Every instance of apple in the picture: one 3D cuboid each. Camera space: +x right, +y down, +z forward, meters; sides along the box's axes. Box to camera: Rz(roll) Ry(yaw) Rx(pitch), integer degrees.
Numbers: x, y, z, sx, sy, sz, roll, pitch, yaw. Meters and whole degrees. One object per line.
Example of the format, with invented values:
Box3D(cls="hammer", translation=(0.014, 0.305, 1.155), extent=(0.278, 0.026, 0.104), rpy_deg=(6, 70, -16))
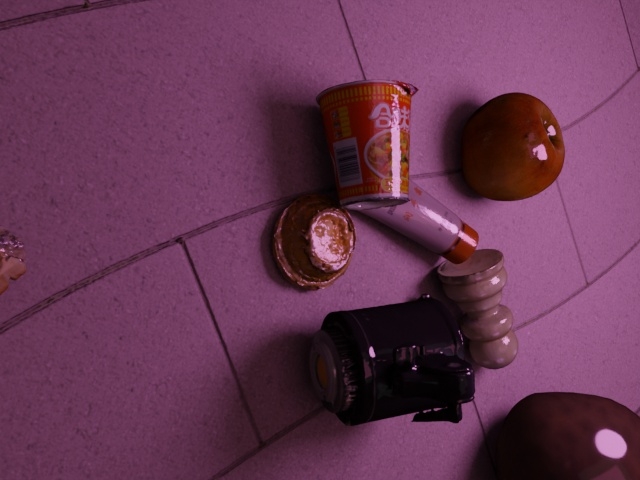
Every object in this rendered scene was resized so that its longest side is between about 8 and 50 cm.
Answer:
Box3D(cls="apple", translation=(0.417, -0.201, 1.496), extent=(0.237, 0.208, 0.236), rpy_deg=(22, 59, -43))

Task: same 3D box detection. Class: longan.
Box3D(cls="longan", translation=(0.567, 0.497, 1.458), extent=(0.405, 0.336, 0.404), rpy_deg=(28, 35, -21))

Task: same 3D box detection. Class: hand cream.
Box3D(cls="hand cream", translation=(0.184, -0.066, 1.390), extent=(0.314, 0.089, 0.139), rpy_deg=(28, 71, -19))

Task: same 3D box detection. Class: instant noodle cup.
Box3D(cls="instant noodle cup", translation=(0.095, -0.170, 1.259), extent=(0.193, 0.193, 0.212), rpy_deg=(-1, 84, -34))

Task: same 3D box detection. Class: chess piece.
Box3D(cls="chess piece", translation=(0.351, 0.160, 1.460), extent=(0.144, 0.144, 0.251), rpy_deg=(-28, 109, -32))

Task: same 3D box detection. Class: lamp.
Box3D(cls="lamp", translation=(0.115, 0.216, 1.237), extent=(0.272, 0.374, 0.204), rpy_deg=(-3, 95, -2))

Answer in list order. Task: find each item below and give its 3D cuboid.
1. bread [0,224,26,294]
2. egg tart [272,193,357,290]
Box3D(cls="bread", translation=(-0.491, 0.041, 0.921), extent=(0.119, 0.084, 0.177), rpy_deg=(50, 63, -19))
Box3D(cls="egg tart", translation=(0.000, 0.000, 1.263), extent=(0.191, 0.074, 0.191), rpy_deg=(5, 81, -34))
